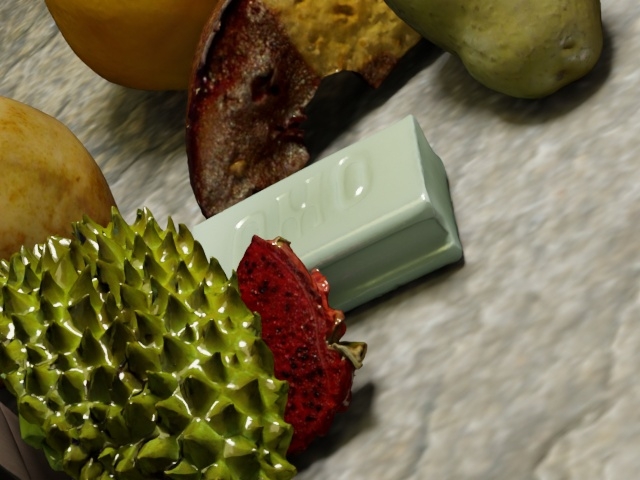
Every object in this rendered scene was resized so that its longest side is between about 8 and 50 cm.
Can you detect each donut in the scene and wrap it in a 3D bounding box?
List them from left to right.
[{"bbox_3d":[-0.044,-0.153,1.103,0.295,0.151,0.112,-50,25,-7],"label":"donut"}]

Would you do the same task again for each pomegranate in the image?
[{"bbox_3d":[-0.302,-0.005,1.097,0.252,0.229,0.270,-35,35,-10],"label":"pomegranate"}]

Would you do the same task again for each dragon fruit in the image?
[{"bbox_3d":[-0.021,0.081,0.878,0.106,0.083,0.162,30,105,16],"label":"dragon fruit"}]

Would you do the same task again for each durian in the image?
[{"bbox_3d":[-0.120,0.096,0.842,0.157,0.169,0.355,-20,45,-18],"label":"durian"}]

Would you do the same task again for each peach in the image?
[{"bbox_3d":[-0.141,-0.281,1.244,0.308,0.289,0.289,16,60,44],"label":"peach"}]

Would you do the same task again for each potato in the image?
[{"bbox_3d":[0.133,-0.192,1.000,0.157,0.157,0.194,-34,62,6],"label":"potato"}]

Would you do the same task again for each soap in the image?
[{"bbox_3d":[0.000,0.000,0.964,0.198,0.066,0.119,-27,33,16],"label":"soap"}]

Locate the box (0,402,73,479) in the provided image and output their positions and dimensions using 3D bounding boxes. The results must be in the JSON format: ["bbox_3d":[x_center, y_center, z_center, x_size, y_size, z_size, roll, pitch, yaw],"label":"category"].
[{"bbox_3d":[-0.299,0.217,0.873,0.252,0.188,0.153,-42,34,-3],"label":"box"}]
